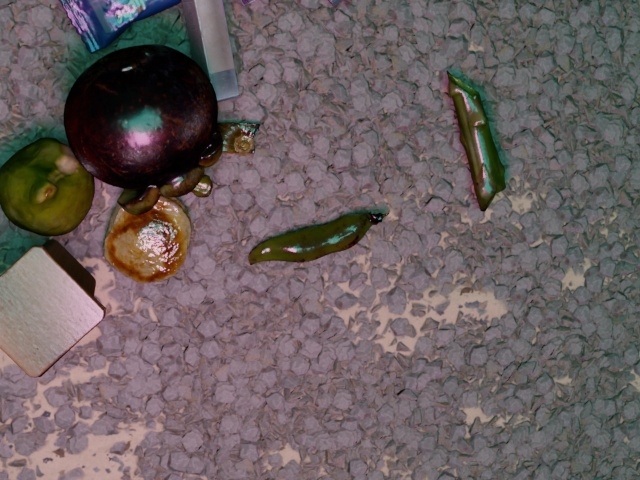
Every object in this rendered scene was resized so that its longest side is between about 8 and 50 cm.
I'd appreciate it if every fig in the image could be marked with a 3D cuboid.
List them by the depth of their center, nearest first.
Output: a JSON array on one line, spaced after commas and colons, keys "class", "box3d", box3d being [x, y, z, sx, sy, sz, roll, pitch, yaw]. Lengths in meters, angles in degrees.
[{"class": "fig", "box3d": [-0.554, -0.100, 1.688, 0.206, 0.275, 0.206, -2, 100, -12]}]

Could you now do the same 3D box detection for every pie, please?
[{"class": "pie", "box3d": [-0.374, -0.007, 1.840, 0.179, 0.084, 0.205, 23, 95, -15]}]

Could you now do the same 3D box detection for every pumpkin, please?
[{"class": "pumpkin", "box3d": [-0.187, -0.227, 1.879, 0.101, 0.035, 0.073, 5, 86, -10]}]

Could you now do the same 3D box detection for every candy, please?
[{"class": "candy", "box3d": [-0.383, -0.545, 1.767, 0.331, 0.077, 0.187, -32, 112, -9]}]

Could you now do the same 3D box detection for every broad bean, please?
[{"class": "broad bean", "box3d": [0.000, 0.000, 1.938, 0.339, 0.061, 0.077, -18, 94, -10]}]

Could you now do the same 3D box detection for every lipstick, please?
[{"class": "lipstick", "box3d": [-0.241, -0.454, 1.786, 0.068, 0.066, 0.317, -20, 111, -29]}]

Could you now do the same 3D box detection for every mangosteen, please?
[{"class": "mangosteen", "box3d": [-0.355, -0.233, 1.705, 0.330, 0.330, 0.330, -2, 99, -12]}]

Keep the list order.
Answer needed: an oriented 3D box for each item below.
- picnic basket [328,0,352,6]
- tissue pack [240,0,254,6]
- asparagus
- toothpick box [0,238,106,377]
[{"class": "picnic basket", "box3d": [0.048, -0.557, 1.868, 0.083, 0.065, 0.083, -41, 100, 13]}, {"class": "tissue pack", "box3d": [-0.140, -0.655, 1.767, 0.198, 0.146, 0.263, -33, 104, -6]}, {"class": "asparagus", "box3d": [0.366, -0.237, 1.981, 0.085, 0.082, 0.343, -10, 102, 26]}, {"class": "toothpick box", "box3d": [-0.555, 0.113, 1.701, 0.187, 0.308, 0.190, -44, 104, -3]}]
